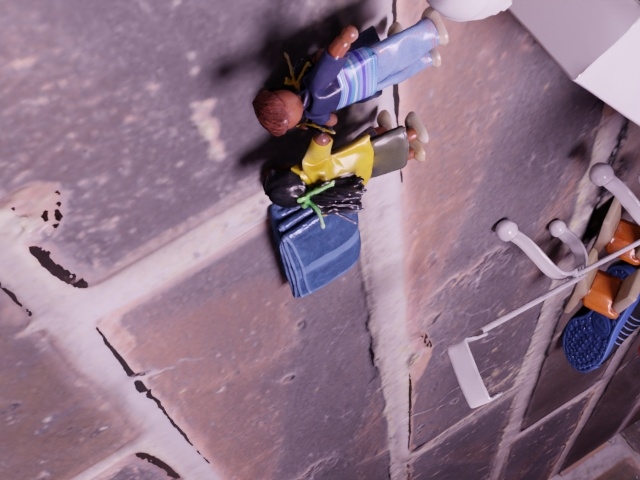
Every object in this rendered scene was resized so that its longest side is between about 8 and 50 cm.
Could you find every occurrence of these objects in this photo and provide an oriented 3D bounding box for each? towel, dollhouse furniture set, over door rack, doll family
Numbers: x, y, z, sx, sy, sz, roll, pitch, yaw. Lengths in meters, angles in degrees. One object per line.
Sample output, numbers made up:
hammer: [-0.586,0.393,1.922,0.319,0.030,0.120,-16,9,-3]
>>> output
towel: [0.000,0.000,0.682,0.067,0.029,0.119,-31,153,-10]
dollhouse furniture set: [0.438,0.040,1.041,0.259,0.262,0.135,-59,166,-25]
over door rack: [0.254,-0.009,0.786,0.239,0.108,0.324,-34,180,36]
doll family: [0.008,-0.067,0.538,0.111,0.076,0.193,-23,147,-15]

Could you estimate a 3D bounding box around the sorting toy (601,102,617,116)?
sorting toy: [0.272,-0.142,0.783,0.062,0.012,0.083,-28,157,-4]

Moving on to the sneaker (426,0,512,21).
sneaker: [0.066,-0.195,0.390,0.095,0.090,0.235,-12,143,-18]

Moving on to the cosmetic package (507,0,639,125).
cosmetic package: [0.204,-0.131,0.625,0.060,0.099,0.239,-47,151,22]

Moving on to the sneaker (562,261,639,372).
sneaker: [0.425,0.107,1.304,0.090,0.081,0.232,-15,147,-22]
